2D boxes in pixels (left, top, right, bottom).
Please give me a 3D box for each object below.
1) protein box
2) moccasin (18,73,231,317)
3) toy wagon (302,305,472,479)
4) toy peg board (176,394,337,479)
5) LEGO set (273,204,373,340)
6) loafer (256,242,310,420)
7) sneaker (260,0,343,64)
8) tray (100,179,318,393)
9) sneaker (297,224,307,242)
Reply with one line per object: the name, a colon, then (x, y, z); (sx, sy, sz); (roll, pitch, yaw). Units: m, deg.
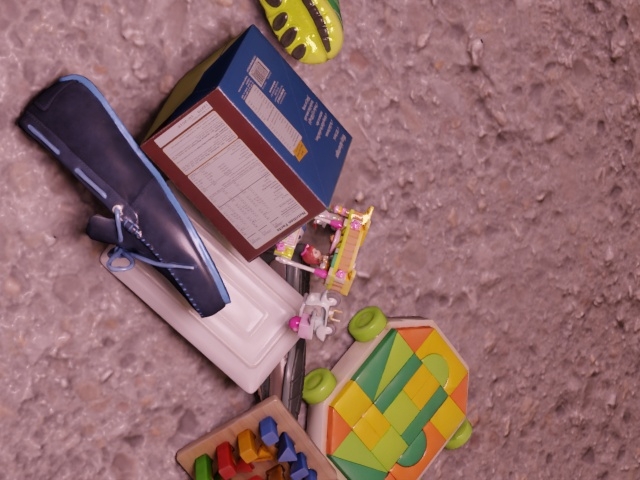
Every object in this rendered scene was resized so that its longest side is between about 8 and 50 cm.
protein box: (-0.086, -0.123, 1.789); (0.201, 0.136, 0.200); (48, 27, -17)
moccasin: (-0.241, -0.039, 1.761); (0.117, 0.138, 0.342); (-35, 86, -8)
toy wagon: (0.077, 0.275, 2.070); (0.344, 0.068, 0.267); (-50, 120, -20)
toy peg board: (-0.081, 0.319, 1.913); (0.161, 0.079, 0.161); (-31, 118, 9)
LEGO set: (0.000, 0.000, 1.895); (0.107, 0.287, 0.132); (18, 122, -1)
loafer: (-0.064, 0.134, 1.959); (0.096, 0.084, 0.267); (-18, 113, -78)
sneaker: (-0.054, -0.370, 1.890); (0.109, 0.123, 0.295); (-20, 96, 13)
tray: (-0.139, 0.060, 1.858); (0.270, 0.030, 0.145); (43, 78, -11)
sneaker: (-0.075, -0.032, 1.936); (0.144, 0.053, 0.059); (15, 89, -34)
